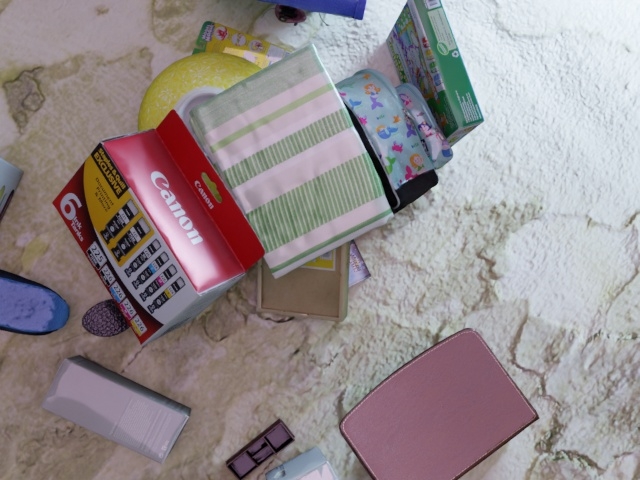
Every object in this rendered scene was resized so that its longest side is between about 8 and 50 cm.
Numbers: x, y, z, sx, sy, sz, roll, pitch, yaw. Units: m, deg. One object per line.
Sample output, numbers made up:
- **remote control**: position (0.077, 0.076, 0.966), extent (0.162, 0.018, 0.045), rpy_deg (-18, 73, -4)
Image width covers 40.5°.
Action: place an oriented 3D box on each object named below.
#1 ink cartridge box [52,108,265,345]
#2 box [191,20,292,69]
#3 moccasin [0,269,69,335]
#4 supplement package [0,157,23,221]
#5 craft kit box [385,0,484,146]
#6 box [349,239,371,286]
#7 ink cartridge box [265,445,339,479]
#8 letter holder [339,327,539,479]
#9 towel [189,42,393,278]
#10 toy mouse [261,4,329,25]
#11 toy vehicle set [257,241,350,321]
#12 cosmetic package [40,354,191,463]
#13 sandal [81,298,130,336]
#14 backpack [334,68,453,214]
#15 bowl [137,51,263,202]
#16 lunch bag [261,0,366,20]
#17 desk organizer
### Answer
- **ink cartridge box**: position (-0.281, -0.024, 1.486), extent (0.130, 0.272, 0.309), rpy_deg (-26, 80, -50)
- **box**: position (-0.154, -0.341, 1.655), extent (0.179, 0.043, 0.105), rpy_deg (21, 85, -5)
- **moccasin**: position (-0.620, 0.101, 1.541), extent (0.342, 0.117, 0.137), rpy_deg (24, 79, -6)
- **supplement package**: position (-0.661, -0.113, 1.483), extent (0.204, 0.262, 0.145), rpy_deg (23, 85, -3)
- **craft kit box**: position (0.201, -0.297, 1.576), extent (0.061, 0.246, 0.249), rpy_deg (-19, 86, -4)
- **box**: position (0.000, 0.000, 1.639), extent (0.114, 0.036, 0.207), rpy_deg (-26, 88, -6)
- **ink cartridge box**: position (0.020, 0.513, 1.516), extent (0.114, 0.197, 0.273), rpy_deg (-30, 88, -8)
- **letter holder**: position (0.196, 0.317, 1.573), extent (0.302, 0.152, 0.214), rpy_deg (-35, 87, -7)
- **towel**: position (-0.048, -0.129, 1.466), extent (0.248, 0.038, 0.324), rpy_deg (-27, 93, 5)
- **toy mouse**: position (-0.037, -0.457, 1.674), extent (0.143, 0.031, 0.161), rpy_deg (41, 73, 1)
- **toy vehicle set**: position (-0.030, 0.009, 1.563), extent (0.166, 0.035, 0.266), rpy_deg (7, 107, 15)
- **cosmetic package**: position (-0.359, 0.298, 1.541), extent (0.238, 0.127, 0.107), rpy_deg (29, 84, -3)
- **sandal**: position (-0.353, 0.125, 1.604), extent (0.179, 0.040, 0.067), rpy_deg (-27, 92, -21)
- **backpack**: position (0.103, -0.183, 1.568), extent (0.191, 0.225, 0.253), rpy_deg (-36, 92, -16)
- **bowl**: position (-0.196, -0.204, 1.560), extent (0.290, 0.156, 0.289), rpy_deg (0, 95, -1)
- **lunch bag**: position (-0.051, -0.579, 1.565), extent (0.328, 0.239, 0.385), rpy_deg (10, 64, -3)
- **desk organizer**: position (-0.110, 0.386, 1.590), extent (0.130, 0.050, 0.047), rpy_deg (-38, 89, -7)
